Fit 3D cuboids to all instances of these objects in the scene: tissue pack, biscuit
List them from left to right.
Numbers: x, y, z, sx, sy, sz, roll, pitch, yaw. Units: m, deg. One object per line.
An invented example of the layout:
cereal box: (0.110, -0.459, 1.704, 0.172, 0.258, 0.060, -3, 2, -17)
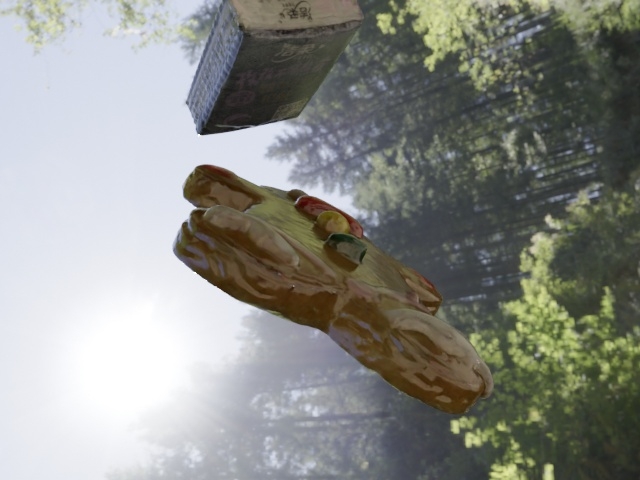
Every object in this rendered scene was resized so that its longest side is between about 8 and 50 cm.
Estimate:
tissue pack: (-0.043, -0.152, 0.603, 0.112, 0.156, 0.051, -16, -104, -28)
biscuit: (0.001, -0.001, 0.667, 0.283, 0.064, 0.432, 29, -170, -6)
